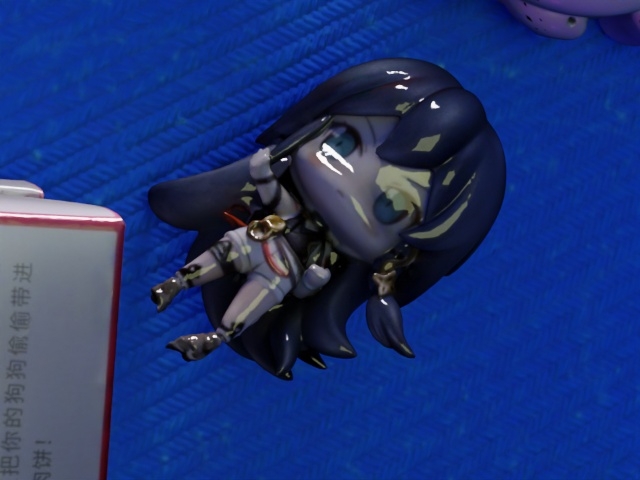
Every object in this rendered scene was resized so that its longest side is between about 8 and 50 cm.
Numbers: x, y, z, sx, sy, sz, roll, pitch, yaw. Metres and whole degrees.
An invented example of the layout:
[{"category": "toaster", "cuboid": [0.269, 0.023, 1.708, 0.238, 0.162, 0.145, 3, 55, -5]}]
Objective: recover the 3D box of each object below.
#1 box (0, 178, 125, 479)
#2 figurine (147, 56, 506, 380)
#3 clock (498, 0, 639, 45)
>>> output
[{"category": "box", "cuboid": [-0.306, 0.114, 1.185, 0.312, 0.300, 0.314, 3, 92, -23]}, {"category": "figurine", "cuboid": [0.005, -0.015, 1.366, 0.265, 0.197, 0.175, -27, 105, 2]}, {"category": "clock", "cuboid": [0.195, -0.267, 1.481, 0.248, 0.090, 0.227, 4, 92, -21]}]
